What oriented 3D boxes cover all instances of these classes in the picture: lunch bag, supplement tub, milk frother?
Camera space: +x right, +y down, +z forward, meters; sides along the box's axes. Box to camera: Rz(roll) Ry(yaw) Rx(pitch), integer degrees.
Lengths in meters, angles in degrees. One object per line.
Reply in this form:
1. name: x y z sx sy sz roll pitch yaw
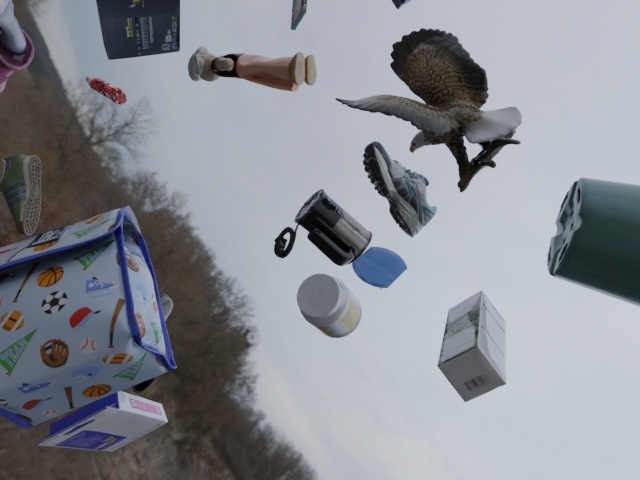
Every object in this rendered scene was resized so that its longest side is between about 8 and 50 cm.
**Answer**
1. lunch bag: -0.512 0.119 1.049 0.239 0.327 0.386 80 -11 -54
2. supplement tub: 0.025 0.183 1.443 0.144 0.144 0.200 54 2 31
3. milk frother: 0.000 0.000 1.006 0.134 0.129 0.143 41 -42 -15

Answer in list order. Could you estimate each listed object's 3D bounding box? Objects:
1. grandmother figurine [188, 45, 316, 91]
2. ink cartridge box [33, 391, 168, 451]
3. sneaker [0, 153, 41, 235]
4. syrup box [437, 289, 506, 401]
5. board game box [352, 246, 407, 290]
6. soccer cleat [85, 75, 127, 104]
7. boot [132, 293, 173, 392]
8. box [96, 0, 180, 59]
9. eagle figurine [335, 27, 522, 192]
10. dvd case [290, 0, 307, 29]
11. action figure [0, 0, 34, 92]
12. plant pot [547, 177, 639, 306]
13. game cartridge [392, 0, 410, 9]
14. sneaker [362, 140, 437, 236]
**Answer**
1. grandmother figurine: -0.194 -0.437 1.305 0.342 0.207 0.104 10 -81 23
2. ink cartridge box: -0.534 0.456 1.289 0.069 0.175 0.371 61 -7 22
3. sneaker: -0.726 -0.112 1.232 0.064 0.086 0.192 -39 135 -85
4. syrup box: 0.314 0.207 1.049 0.096 0.093 0.237 52 27 -4
5. board game box: 0.173 0.087 1.540 0.133 0.168 0.033 33 -43 23
6. soccer cleat: -0.390 -0.276 0.940 0.035 0.029 0.083 37 8 26
7. boot: -0.437 0.271 1.359 0.161 0.247 0.083 19 -25 35
8. box: -0.429 -0.539 1.219 0.059 0.183 0.233 68 -23 18
9. eagle figurine: 0.205 -0.239 0.948 0.298 0.225 0.226 47 27 -3
10. dvd case: -0.043 -0.519 1.084 0.087 0.013 0.120 170 -76 -71
11. action figure: -0.471 -0.268 0.608 0.275 0.247 0.371 -146 -125 -71
12. plant pot: 0.754 0.009 1.232 0.333 0.341 0.341 15 -36 12
13. game cartridge: 0.217 -0.794 1.390 0.230 0.068 0.355 58 -7 -6
14. sneaker: 0.215 -0.153 1.369 0.283 0.122 0.110 57 -8 -24
